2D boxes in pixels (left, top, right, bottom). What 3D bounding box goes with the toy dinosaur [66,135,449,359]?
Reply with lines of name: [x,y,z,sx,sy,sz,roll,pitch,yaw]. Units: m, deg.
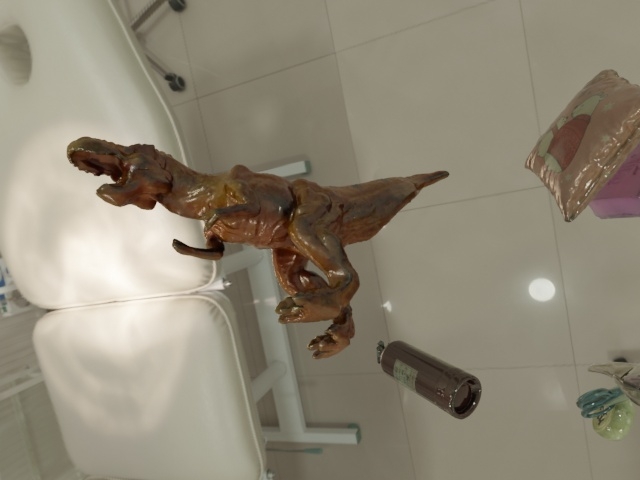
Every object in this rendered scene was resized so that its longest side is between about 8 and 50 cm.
toy dinosaur: [0.000,0.000,0.417,0.097,0.433,0.208,-45,52,43]

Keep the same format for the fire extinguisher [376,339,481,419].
fire extinguisher: [0.168,0.235,0.746,0.231,0.071,0.099,12,132,58]

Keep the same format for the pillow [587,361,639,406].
pillow: [0.341,0.145,0.406,0.131,0.233,0.038,8,83,28]

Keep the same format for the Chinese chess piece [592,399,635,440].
Chinese chess piece: [0.867,0.518,1.264,0.059,0.144,0.144,24,106,18]

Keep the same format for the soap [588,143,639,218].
soap: [0.884,-0.176,1.159,0.081,0.181,0.259,44,86,-7]

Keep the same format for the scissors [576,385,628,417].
scissors: [0.853,0.409,1.171,0.289,0.041,0.138,-32,123,13]

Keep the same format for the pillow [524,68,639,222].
pillow: [0.450,-0.171,0.725,0.084,0.236,0.223,22,122,-3]
